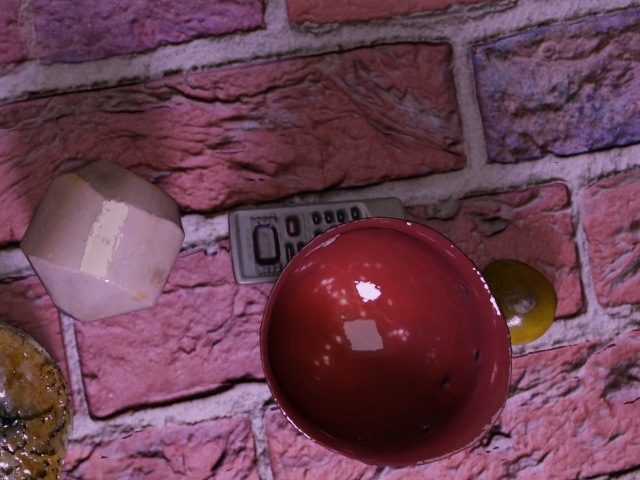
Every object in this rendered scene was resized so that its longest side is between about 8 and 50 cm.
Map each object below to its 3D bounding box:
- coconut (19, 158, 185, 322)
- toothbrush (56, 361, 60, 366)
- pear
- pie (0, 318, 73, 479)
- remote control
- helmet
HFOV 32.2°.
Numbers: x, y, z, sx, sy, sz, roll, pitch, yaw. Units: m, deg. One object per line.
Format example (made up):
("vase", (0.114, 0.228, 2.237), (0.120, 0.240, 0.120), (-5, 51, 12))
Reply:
("coconut", (-0.318, 0.009, 1.605), (0.241, 0.241, 0.241), (1, 84, -8))
("toothbrush", (-0.457, 0.196, 1.662), (0.131, 0.011, 0.013), (-7, 64, -9))
("pear", (0.307, 0.095, 1.740), (0.141, 0.104, 0.141), (2, 83, -12))
("pie", (-0.489, 0.254, 1.550), (0.371, 0.078, 0.296), (47, 58, -31))
("remote control", (0.000, 0.000, 1.737), (0.285, 0.038, 0.123), (-4, 84, -9))
("helmet", (0.072, 0.136, 1.636), (0.385, 0.230, 0.337), (31, 87, -17))
